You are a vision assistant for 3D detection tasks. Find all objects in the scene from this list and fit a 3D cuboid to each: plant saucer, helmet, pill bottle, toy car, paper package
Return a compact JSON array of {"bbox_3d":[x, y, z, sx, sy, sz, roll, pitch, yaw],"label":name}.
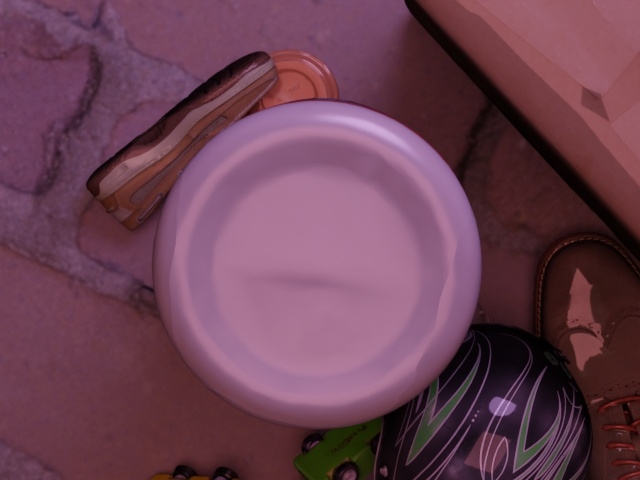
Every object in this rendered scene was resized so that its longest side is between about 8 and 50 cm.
[{"bbox_3d":[-0.026,-0.120,1.309,0.083,0.013,0.083,0,91,1],"label":"plant saucer"},{"bbox_3d":[0.125,0.159,1.187,0.169,0.161,0.169,3,124,4],"label":"helmet"},{"bbox_3d":[0.000,0.000,1.129,0.210,0.363,0.210,0,96,1],"label":"pill bottle"},{"bbox_3d":[-0.016,0.215,1.254,0.225,0.239,0.053,-37,126,-13],"label":"toy car"},{"bbox_3d":[0.221,-0.129,1.153,0.168,0.309,0.325,-43,89,6],"label":"paper package"}]

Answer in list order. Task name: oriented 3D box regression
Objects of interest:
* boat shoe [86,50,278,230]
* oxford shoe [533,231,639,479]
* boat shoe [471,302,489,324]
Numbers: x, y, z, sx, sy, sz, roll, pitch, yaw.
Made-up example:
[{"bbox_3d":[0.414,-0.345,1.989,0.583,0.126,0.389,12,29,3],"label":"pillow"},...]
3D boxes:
[{"bbox_3d":[-0.103,-0.080,1.294,0.190,0.068,0.072,-36,102,12],"label":"boat shoe"},{"bbox_3d":[0.261,0.161,1.247,0.123,0.130,0.348,-18,91,2],"label":"oxford shoe"},{"bbox_3d":[0.107,0.078,1.286,0.063,0.066,0.184,8,91,-8],"label":"boat shoe"}]
